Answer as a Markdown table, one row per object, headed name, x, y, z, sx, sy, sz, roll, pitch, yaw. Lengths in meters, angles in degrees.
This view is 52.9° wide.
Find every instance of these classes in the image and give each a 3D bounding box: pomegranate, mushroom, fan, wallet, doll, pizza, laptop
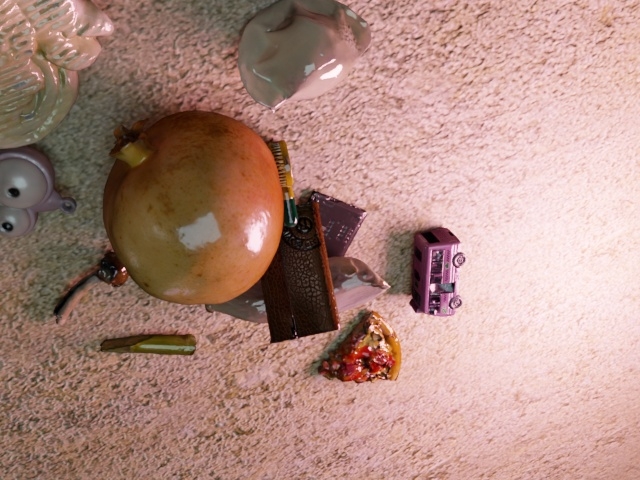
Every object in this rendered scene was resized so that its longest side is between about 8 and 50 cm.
| name | x | y | z | sx | sy | sz | roll | pitch | yaw |
| --- | --- | --- | --- | --- | --- | --- | --- | --- | --- |
| pomegranate | -0.201 | -0.058 | 1.007 | 0.319 | 0.319 | 0.319 | -8 | 119 | -14 |
| mushroom | -0.046 | 0.097 | 1.229 | 0.351 | 0.097 | 0.110 | -9 | 83 | -6 |
| fan | -0.068 | -0.097 | 1.136 | 0.039 | 0.082 | 0.155 | -12 | 103 | -6 |
| wallet | -0.047 | 0.055 | 1.172 | 0.132 | 0.039 | 0.243 | -10 | 79 | 1 |
| doll | -0.565 | -0.086 | 0.983 | 0.365 | 0.094 | 0.160 | 9 | 116 | -22 |
| pizza | 0.091 | 0.268 | 1.412 | 0.193 | 0.053 | 0.201 | -31 | 122 | -1 |
| laptop | 0.000 | 0.000 | 1.263 | 0.129 | 0.016 | 0.180 | 19 | 111 | -25 |
| mushroom | -0.413 | 0.085 | 1.155 | 0.187 | 0.061 | 0.060 | -35 | 109 | 16 |

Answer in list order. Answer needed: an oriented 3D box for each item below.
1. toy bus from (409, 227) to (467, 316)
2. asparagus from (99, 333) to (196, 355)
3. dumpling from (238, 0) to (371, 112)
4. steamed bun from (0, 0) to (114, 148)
| name | x | y | z | sx | sy | sz | roll | pitch | yaw |
| --- | --- | --- | --- | --- | --- | --- | --- | --- | --- |
| toy bus | 0.239 | 0.069 | 1.340 | 0.098 | 0.087 | 0.178 | -8 | 116 | -12 |
| asparagus | -0.332 | 0.200 | 1.244 | 0.178 | 0.041 | 0.045 | 5 | 160 | -20 |
| dumpling | -0.029 | -0.314 | 1.038 | 0.215 | 0.126 | 0.166 | -32 | 96 | 11 |
| steamed bun | -0.459 | -0.284 | 0.864 | 0.268 | 0.207 | 0.280 | -48 | 147 | 9 |
